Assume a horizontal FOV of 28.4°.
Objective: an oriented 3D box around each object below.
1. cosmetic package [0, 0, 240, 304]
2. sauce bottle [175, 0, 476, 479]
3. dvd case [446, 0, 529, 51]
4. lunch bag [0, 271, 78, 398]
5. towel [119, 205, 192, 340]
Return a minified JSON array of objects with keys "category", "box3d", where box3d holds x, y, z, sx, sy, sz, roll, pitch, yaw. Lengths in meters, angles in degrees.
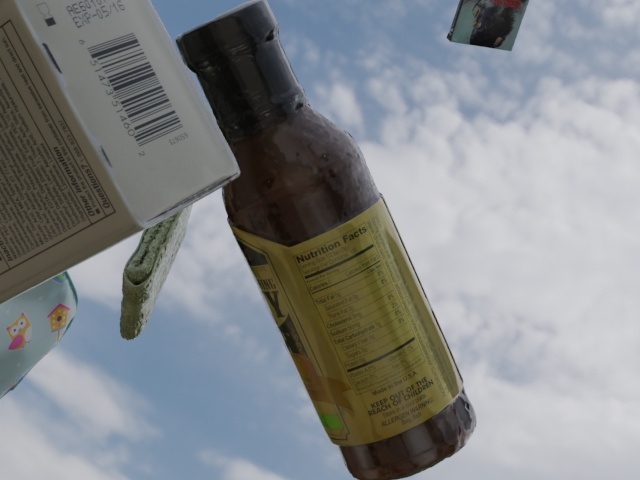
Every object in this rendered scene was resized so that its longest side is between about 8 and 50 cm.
[{"category":"cosmetic package","box3d":[-0.221,-0.040,0.844,0.309,0.113,0.160,-23,-83,38]},{"category":"sauce bottle","box3d":[0.000,0.000,0.898,0.111,0.111,0.344,-13,-76,50]},{"category":"dvd case","box3d":[0.211,-0.291,1.537,0.087,0.013,0.119,6,-61,-20]},{"category":"lunch bag","box3d":[-0.409,0.083,1.412,0.108,0.279,0.224,28,-29,31]},{"category":"towel","box3d":[-0.145,0.008,1.124,0.027,0.148,0.110,19,-36,0]}]
